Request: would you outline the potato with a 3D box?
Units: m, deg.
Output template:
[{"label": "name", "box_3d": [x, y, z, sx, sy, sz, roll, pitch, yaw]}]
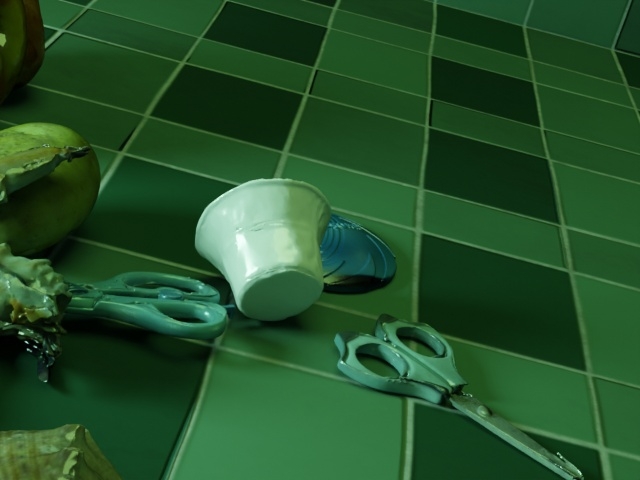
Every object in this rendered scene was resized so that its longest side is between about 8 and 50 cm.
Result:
[{"label": "potato", "box_3d": [-0.398, -0.066, 1.614, 0.197, 0.148, 0.228, 23, 29, -11]}]

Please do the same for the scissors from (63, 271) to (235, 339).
[{"label": "scissors", "box_3d": [-0.288, 0.068, 1.500, 0.393, 0.032, 0.180, 6, 16, -24]}]

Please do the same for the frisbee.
[{"label": "frisbee", "box_3d": [0.000, 0.000, 1.822, 0.242, 0.045, 0.242, 11, 27, -6]}]

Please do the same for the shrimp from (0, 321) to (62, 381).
[{"label": "shrimp", "box_3d": [-0.369, 0.126, 1.353, 0.152, 0.046, 0.219, 14, 16, 7]}]

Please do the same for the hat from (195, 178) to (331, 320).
[{"label": "hat", "box_3d": [-0.065, 0.025, 1.607, 0.203, 0.203, 0.126, 4, 48, -21]}]

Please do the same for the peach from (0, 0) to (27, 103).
[{"label": "peach", "box_3d": [-0.618, -0.318, 1.799, 0.372, 0.373, 0.290, 19, 30, 7]}]

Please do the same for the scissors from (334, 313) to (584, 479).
[{"label": "scissors", "box_3d": [0.181, 0.198, 1.536, 0.360, 0.029, 0.191, 31, 29, 31]}]

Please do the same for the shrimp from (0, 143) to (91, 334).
[{"label": "shrimp", "box_3d": [-0.376, -0.012, 1.444, 0.185, 0.068, 0.287, 6, 44, -9]}]

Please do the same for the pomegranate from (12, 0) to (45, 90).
[{"label": "pomegranate", "box_3d": [-0.553, -0.347, 2.042, 0.215, 0.215, 0.215, 12, 26, -6]}]

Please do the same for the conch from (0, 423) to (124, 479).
[{"label": "conch", "box_3d": [-0.250, 0.250, 1.020, 0.352, 0.210, 0.297, 13, 11, -8]}]
